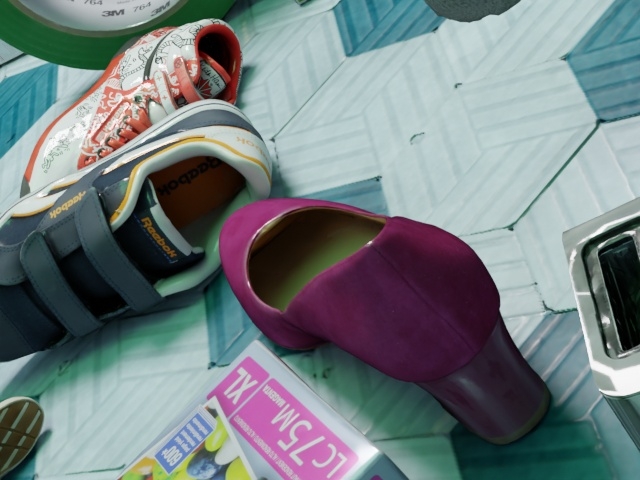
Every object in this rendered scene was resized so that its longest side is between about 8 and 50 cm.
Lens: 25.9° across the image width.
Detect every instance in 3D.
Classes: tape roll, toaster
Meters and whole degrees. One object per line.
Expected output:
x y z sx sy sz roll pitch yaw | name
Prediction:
-0.229 -0.330 1.421 0.321 0.321 0.077 -29 35 16 | tape roll
0.230 0.040 0.747 0.168 0.110 0.186 -27 36 21 | toaster

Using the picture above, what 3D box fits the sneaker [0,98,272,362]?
-0.181 0.003 1.172 0.321 0.126 0.127 -38 28 0 | sneaker

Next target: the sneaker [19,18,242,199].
-0.173 -0.109 1.324 0.145 0.090 0.270 -7 44 43 | sneaker

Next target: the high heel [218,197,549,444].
0.000 0.000 0.950 0.127 0.181 0.377 -49 35 -13 | high heel

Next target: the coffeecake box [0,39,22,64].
-0.403 -0.292 1.772 0.185 0.068 0.142 -20 39 27 | coffeecake box

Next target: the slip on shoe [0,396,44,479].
-0.280 0.183 1.137 0.135 0.051 0.041 -56 25 -12 | slip on shoe

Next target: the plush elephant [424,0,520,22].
0.253 -0.228 0.915 0.271 0.255 0.330 15 85 27 | plush elephant

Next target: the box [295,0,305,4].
0.009 -0.336 1.454 0.114 0.036 0.207 -29 36 17 | box

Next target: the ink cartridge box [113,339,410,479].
-0.099 0.221 0.906 0.311 0.065 0.186 -46 34 -6 | ink cartridge box
